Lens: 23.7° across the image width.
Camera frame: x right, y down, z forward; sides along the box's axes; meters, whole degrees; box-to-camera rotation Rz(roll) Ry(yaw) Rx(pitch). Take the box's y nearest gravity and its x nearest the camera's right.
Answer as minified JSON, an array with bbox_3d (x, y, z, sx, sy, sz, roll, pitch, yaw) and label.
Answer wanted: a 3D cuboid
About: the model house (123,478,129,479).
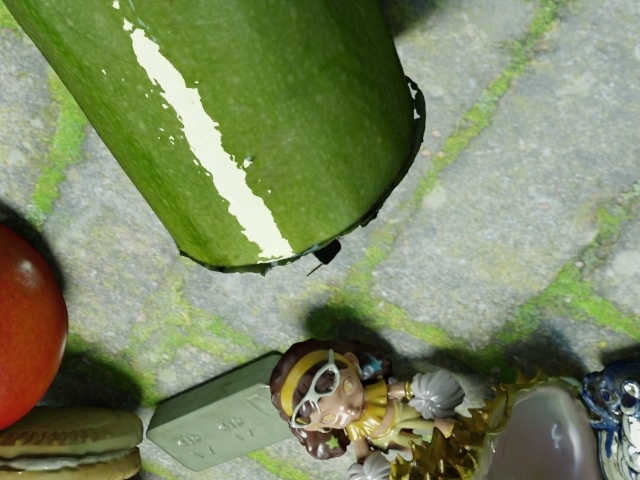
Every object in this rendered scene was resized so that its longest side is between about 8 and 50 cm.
[{"bbox_3d":[-0.233,0.370,2.003,0.203,0.141,0.164,4,117,-10],"label":"model house"}]

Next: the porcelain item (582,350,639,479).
[{"bbox_3d":[0.408,0.190,1.513,0.288,0.138,0.186,-10,113,37],"label":"porcelain item"}]

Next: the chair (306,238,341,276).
[{"bbox_3d":[0.002,0.001,1.544,0.042,0.037,0.086,40,142,-2],"label":"chair"}]

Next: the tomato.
[{"bbox_3d":[-0.439,0.104,1.708,0.298,0.226,0.298,11,141,9],"label":"tomato"}]

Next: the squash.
[{"bbox_3d":[-0.096,-0.190,1.216,0.263,0.263,0.384,-7,132,30],"label":"squash"}]

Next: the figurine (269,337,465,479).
[{"bbox_3d":[0.055,0.186,1.652,0.240,0.116,0.175,28,100,-22],"label":"figurine"}]

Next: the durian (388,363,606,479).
[{"bbox_3d":[0.211,0.224,1.570,0.305,0.195,0.185,17,-172,-37],"label":"durian"}]

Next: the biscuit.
[{"bbox_3d":[-0.332,0.247,1.813,0.259,0.259,0.079,-1,92,25],"label":"biscuit"}]

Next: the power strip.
[{"bbox_3d":[-0.085,0.198,1.783,0.093,0.053,0.288,42,136,-22],"label":"power strip"}]
